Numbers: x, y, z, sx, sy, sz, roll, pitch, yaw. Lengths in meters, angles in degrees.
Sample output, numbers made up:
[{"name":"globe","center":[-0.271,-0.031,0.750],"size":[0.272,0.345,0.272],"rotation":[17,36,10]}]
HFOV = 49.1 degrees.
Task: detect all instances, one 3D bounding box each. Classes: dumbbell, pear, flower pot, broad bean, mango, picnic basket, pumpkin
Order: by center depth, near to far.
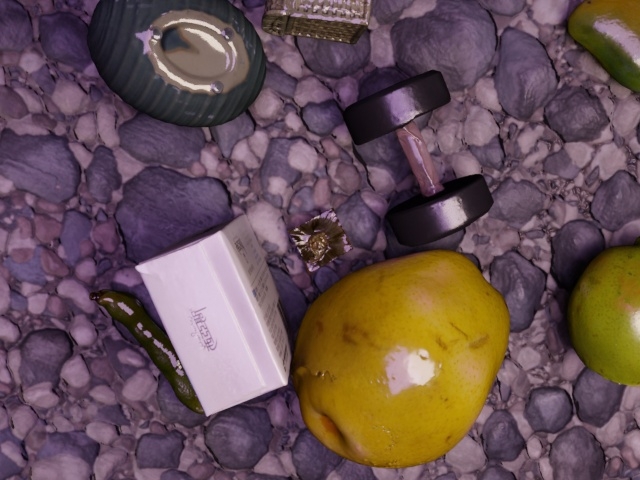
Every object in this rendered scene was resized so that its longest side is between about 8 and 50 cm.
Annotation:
[{"name":"flower pot","center":[-0.191,-0.254,0.955],"size":[0.243,0.157,0.189],"rotation":[13,93,-30]},{"name":"picnic basket","center":[-0.006,-0.390,0.978],"size":[0.154,0.134,0.196],"rotation":[6,96,-7]},{"name":"pear","center":[0.119,0.162,0.994],"size":[0.284,0.336,0.285],"rotation":[15,114,38]},{"name":"dumbbell","center":[0.140,-0.117,1.004],"size":[0.152,0.152,0.218],"rotation":[-24,97,0]},{"name":"pear","center":[0.460,0.097,1.030],"size":[0.187,0.187,0.220],"rotation":[10,94,-4]},{"name":"mango","center":[0.466,-0.299,1.035],"size":[0.191,0.085,0.122],"rotation":[42,95,-7]},{"name":"pumpkin","center":[0.000,0.000,1.057],"size":[0.083,0.054,0.074],"rotation":[-29,92,5]},{"name":"broad bean","center":[-0.247,0.163,1.062],"size":[0.256,0.053,0.052],"rotation":[49,129,-6]}]

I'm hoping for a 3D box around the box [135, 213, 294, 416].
[{"name":"box","center":[-0.127,0.084,0.947],"size":[0.116,0.274,0.203],"rotation":[-22,97,2]}]
